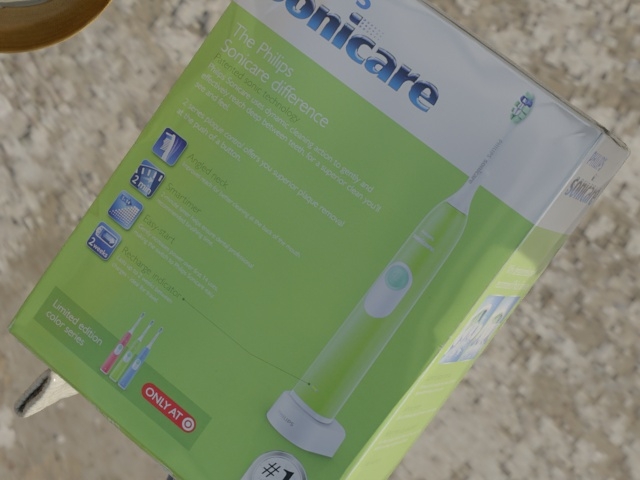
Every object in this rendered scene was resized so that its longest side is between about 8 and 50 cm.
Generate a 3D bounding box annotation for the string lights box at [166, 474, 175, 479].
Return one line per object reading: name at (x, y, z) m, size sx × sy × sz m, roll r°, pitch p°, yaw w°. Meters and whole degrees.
string lights box at (-0.043, 0.192, 1.255) m, size 0.133 × 0.259 × 0.076 m, roll 3°, pitch 109°, yaw 5°

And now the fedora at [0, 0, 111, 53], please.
fedora at (-0.218, -0.215, 1.095) m, size 0.194 × 0.079 × 0.194 m, roll 0°, pitch 92°, yaw 12°

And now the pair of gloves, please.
pair of gloves at (-0.172, 0.078, 1.619) m, size 0.042 × 0.204 × 0.240 m, roll 48°, pitch 118°, yaw 5°

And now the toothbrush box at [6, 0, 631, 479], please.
toothbrush box at (0.000, 0.000, 0.926) m, size 0.206 × 0.122 × 0.283 m, roll 37°, pitch 100°, yaw 15°
